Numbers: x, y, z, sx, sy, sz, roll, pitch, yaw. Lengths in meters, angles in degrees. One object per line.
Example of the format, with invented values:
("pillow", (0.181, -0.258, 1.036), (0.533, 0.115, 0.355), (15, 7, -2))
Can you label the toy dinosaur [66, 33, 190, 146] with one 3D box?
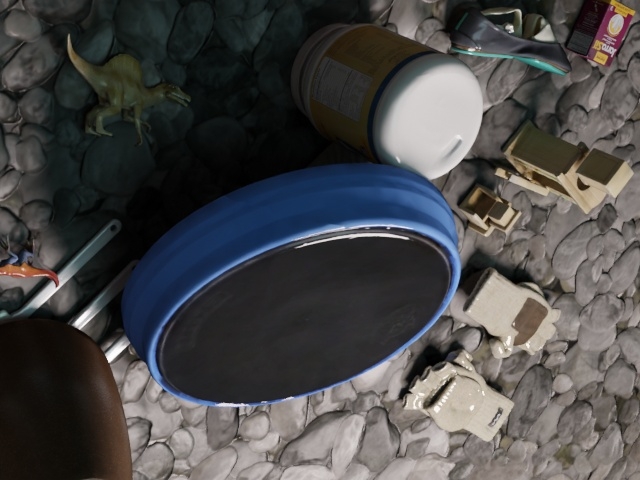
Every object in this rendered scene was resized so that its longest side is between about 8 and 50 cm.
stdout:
("toy dinosaur", (-0.221, -0.154, 1.484), (0.183, 0.053, 0.092), (19, 84, -49))

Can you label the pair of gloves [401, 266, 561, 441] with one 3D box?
("pair of gloves", (0.231, 0.159, 1.977), (0.204, 0.042, 0.240), (22, 99, -45))

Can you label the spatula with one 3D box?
("spatula", (-0.279, 0.102, 1.578), (0.242, 0.019, 0.168), (-45, 126, -12))

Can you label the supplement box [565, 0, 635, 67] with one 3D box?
("supplement box", (0.370, -0.279, 1.866), (0.055, 0.043, 0.083), (14, 103, -42))

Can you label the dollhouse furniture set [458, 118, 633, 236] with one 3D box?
("dollhouse furniture set", (0.304, -0.043, 1.838), (0.161, 0.182, 0.101), (-52, 132, -6))

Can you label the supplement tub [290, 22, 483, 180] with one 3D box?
("supplement tub", (0.071, -0.162, 1.589), (0.144, 0.200, 0.144), (-16, 120, -30))

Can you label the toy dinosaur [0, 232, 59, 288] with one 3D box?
("toy dinosaur", (-0.320, 0.023, 1.470), (0.047, 0.090, 0.082), (-64, 177, 19))

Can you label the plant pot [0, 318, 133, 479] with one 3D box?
("plant pot", (-0.283, 0.230, 1.471), (0.215, 0.230, 0.215), (-13, 122, -22))

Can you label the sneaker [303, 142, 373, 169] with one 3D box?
("sneaker", (0.001, 0.000, 1.686), (0.282, 0.102, 0.161), (-35, 132, -19))

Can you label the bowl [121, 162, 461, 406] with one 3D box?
("bowl", (-0.025, 0.065, 1.581), (0.391, 0.077, 0.391), (-15, 148, -10))

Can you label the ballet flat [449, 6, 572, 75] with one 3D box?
("ballet flat", (0.250, -0.255, 1.771), (0.203, 0.074, 0.074), (7, 107, -37))
